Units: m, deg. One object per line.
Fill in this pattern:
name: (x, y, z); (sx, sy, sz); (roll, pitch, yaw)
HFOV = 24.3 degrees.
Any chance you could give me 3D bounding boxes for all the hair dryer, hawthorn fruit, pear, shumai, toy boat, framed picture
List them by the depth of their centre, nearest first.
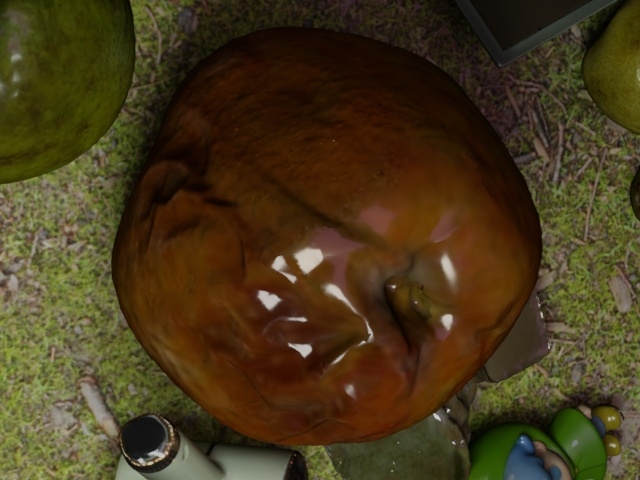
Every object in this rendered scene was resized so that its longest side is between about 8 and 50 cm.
pear: (-0.347, -0.217, 1.418); (0.352, 0.413, 0.351); (-1, 93, -17)
hawthorn fruit: (0.000, 0.000, 1.561); (0.472, 0.472, 0.471); (-3, 98, -19)
hair dryer: (-0.143, 0.246, 1.565); (0.203, 0.362, 0.128); (4, 69, 13)
framed picture: (0.221, -0.372, 1.749); (0.231, 0.018, 0.293); (-30, 83, -13)
shumai: (0.104, 0.219, 1.794); (0.120, 0.201, 0.201); (-40, 115, -55)
pear: (0.423, -0.215, 1.799); (0.197, 0.197, 0.197); (-3, 98, -19)
toy boat: (0.210, 0.079, 1.837); (0.116, 0.061, 0.188); (-27, 105, -14)

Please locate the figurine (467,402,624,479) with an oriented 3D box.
figurine: (0.271, 0.291, 1.854); (0.263, 0.143, 0.162); (-26, 127, -32)

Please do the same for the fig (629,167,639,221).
fig: (0.441, -0.064, 1.900); (0.098, 0.082, 0.084); (-20, 85, -50)
